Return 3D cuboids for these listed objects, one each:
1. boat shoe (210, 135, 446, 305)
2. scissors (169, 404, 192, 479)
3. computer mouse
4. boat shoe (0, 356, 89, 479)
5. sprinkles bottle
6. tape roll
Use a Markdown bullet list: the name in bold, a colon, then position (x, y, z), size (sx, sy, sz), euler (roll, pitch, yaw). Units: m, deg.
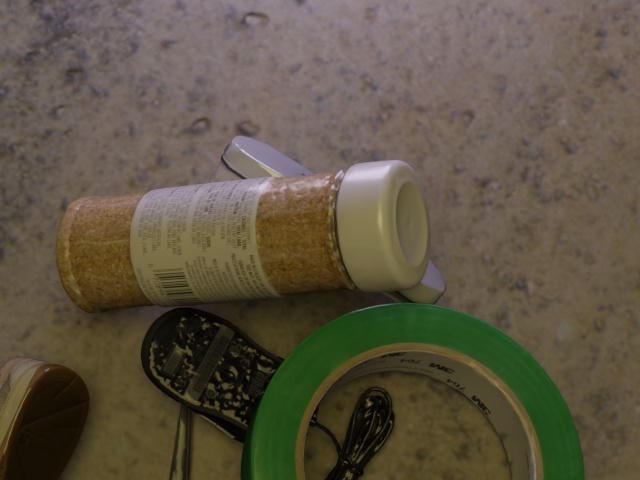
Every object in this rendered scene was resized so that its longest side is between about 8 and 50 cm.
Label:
- **boat shoe**: position (0.000, 0.000, 1.689), size (0.267, 0.096, 0.088), euler (33, 109, 8)
- **scissors**: position (-0.136, 0.294, 1.651), size (0.109, 0.021, 0.297), euler (18, 75, 9)
- **computer mouse**: position (-0.073, 0.190, 1.657), size (0.262, 0.060, 0.184), euler (24, 73, -4)
- **boat shoe**: position (-0.331, 0.254, 1.631), size (0.098, 0.109, 0.302), euler (11, 72, 45)
- **sprinkles bottle**: position (-0.077, 0.000, 1.608), size (0.355, 0.121, 0.121), euler (-5, 74, 24)
- **tape roll**: position (0.087, 0.221, 1.597), size (0.321, 0.077, 0.321), euler (4, 69, -11)
